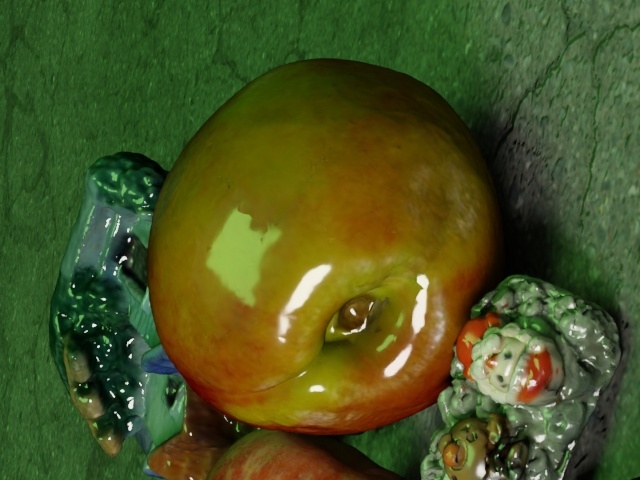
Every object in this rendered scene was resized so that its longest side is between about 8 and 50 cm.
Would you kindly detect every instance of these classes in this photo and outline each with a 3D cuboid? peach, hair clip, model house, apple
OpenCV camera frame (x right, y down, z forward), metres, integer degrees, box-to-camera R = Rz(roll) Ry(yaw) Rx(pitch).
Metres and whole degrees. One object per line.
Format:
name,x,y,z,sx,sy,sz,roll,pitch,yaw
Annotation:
peach,0.000,0.000,1.614,0.332,0.307,0.308,-115,40,-52
hair clip,0.123,0.186,1.476,0.138,0.091,0.321,21,106,35
model house,-0.092,0.123,1.859,0.329,0.251,0.295,46,121,53
apple,-0.005,0.253,1.650,0.164,0.209,0.209,-64,26,5

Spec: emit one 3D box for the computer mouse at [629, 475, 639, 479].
computer mouse,0.208,0.226,1.334,0.264,0.088,0.147,138,137,-60
